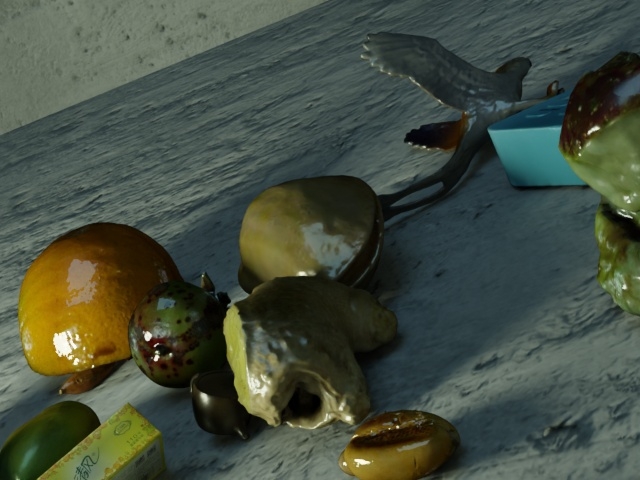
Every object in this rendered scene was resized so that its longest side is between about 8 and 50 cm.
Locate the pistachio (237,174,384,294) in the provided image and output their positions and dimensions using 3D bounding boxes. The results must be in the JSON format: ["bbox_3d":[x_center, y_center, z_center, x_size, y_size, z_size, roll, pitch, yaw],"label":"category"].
[{"bbox_3d":[0.000,0.000,1.736,0.260,0.163,0.212,16,72,54],"label":"pistachio"}]

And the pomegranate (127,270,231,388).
[{"bbox_3d":[-0.174,0.113,1.722,0.149,0.148,0.169,-9,31,40],"label":"pomegranate"}]

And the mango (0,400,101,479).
[{"bbox_3d":[-0.330,0.256,1.596,0.137,0.091,0.237,-42,6,-14],"label":"mango"}]

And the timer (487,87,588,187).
[{"bbox_3d":[0.381,-0.172,1.753,0.250,0.091,0.232,-38,23,-32],"label":"timer"}]

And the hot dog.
[{"bbox_3d":[0.074,0.214,1.315,0.140,0.060,0.090,-11,23,22],"label":"hot dog"}]

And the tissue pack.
[{"bbox_3d":[-0.264,0.279,1.499,0.062,0.095,0.176,39,62,22],"label":"tissue pack"}]

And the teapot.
[{"bbox_3d":[-0.122,0.199,1.560,0.076,0.068,0.121,-12,27,-39],"label":"teapot"}]

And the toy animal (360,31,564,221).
[{"bbox_3d":[0.214,-0.169,1.903,0.302,0.225,0.284,-10,45,14],"label":"toy animal"}]

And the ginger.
[{"bbox_3d":[-0.009,0.123,1.521,0.221,0.130,0.275,-2,28,-23],"label":"ginger"}]

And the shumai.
[{"bbox_3d":[0.388,-0.093,1.336,0.304,0.263,0.309,-33,22,-5],"label":"shumai"}]

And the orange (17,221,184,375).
[{"bbox_3d":[-0.331,0.098,1.966,0.274,0.274,0.310,-23,48,14],"label":"orange"}]

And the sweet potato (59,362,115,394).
[{"bbox_3d":[-0.334,0.198,1.868,0.095,0.034,0.034,-27,19,-27],"label":"sweet potato"}]
